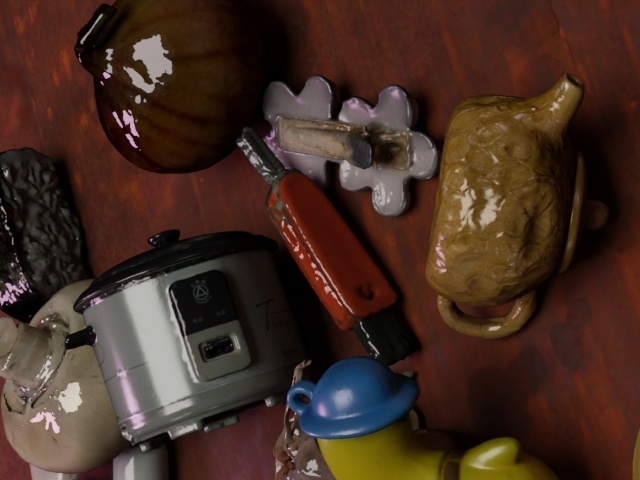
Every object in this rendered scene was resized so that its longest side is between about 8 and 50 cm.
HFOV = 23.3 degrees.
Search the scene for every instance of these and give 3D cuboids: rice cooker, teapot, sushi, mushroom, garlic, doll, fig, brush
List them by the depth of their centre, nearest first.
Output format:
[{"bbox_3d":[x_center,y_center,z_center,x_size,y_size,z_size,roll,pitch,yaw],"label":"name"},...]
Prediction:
[{"bbox_3d":[0.117,0.247,1.480,0.363,0.145,0.199,36,116,-3],"label":"doll"},{"bbox_3d":[0.192,-0.024,1.496,0.167,0.203,0.311,9,125,2],"label":"teapot"},{"bbox_3d":[0.032,0.194,1.626,0.207,0.207,0.256,5,123,43],"label":"garlic"},{"bbox_3d":[0.000,0.000,1.698,0.323,0.070,0.051,54,146,19],"label":"brush"},{"bbox_3d":[-0.142,0.098,1.732,0.241,0.280,0.227,128,124,-76],"label":"rice cooker"},{"bbox_3d":[-0.173,-0.196,1.794,0.235,0.214,0.235,160,90,-73],"label":"fig"},{"bbox_3d":[-0.307,0.161,1.897,0.246,0.202,0.246,-36,43,41],"label":"mushroom"},{"bbox_3d":[-0.396,-0.005,2.052,0.127,0.124,0.225,-29,76,39],"label":"sushi"}]

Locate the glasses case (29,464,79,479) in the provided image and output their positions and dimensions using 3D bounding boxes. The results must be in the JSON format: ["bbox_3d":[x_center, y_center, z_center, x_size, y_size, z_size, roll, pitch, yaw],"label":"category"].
[{"bbox_3d":[-0.349,0.248,2.029,0.081,0.051,0.204,-42,45,36],"label":"glasses case"}]

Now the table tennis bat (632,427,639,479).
[{"bbox_3d":[0.353,0.260,1.411,0.198,0.050,0.321,26,104,40],"label":"table tennis bat"}]

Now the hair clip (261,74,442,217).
[{"bbox_3d":[0.023,-0.106,1.706,0.257,0.075,0.146,16,117,49],"label":"hair clip"}]

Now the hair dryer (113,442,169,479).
[{"bbox_3d":[-0.272,0.324,1.987,0.236,0.073,0.131,-9,82,51],"label":"hair dryer"}]
